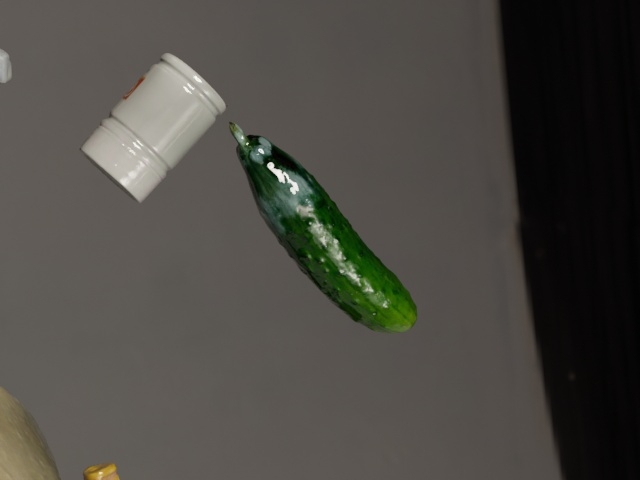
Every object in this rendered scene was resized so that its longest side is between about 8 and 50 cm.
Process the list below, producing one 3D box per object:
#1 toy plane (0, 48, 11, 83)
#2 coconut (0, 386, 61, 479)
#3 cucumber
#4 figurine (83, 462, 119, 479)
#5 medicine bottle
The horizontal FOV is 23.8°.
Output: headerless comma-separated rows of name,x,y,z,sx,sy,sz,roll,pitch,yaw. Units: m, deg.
toy plane,-0.391,-0.150,1.309,0.244,0.245,0.117,-7,37,-1
coconut,-0.232,0.174,0.764,0.259,0.259,0.259,-7,13,2
cucumber,0.000,0.000,0.768,0.037,0.155,0.037,-30,30,19
figurine,-0.125,0.277,1.051,0.115,0.240,0.174,3,19,44
medicine bottle,-0.111,-0.075,1.006,0.089,0.057,0.057,-49,23,-7
